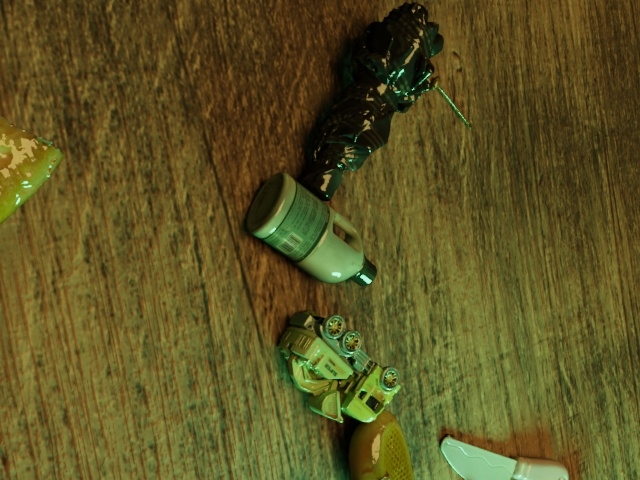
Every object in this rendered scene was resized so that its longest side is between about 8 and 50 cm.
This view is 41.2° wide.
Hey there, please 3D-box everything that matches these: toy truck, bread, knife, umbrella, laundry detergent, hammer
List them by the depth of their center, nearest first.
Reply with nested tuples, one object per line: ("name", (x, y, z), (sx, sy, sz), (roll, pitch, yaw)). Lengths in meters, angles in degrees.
("toy truck", (0.018, 0.189, 1.220), (0.191, 0.085, 0.116), (45, 70, -26))
("laundry detergent", (0.000, 0.000, 1.222), (0.225, 0.070, 0.099), (35, 65, -34))
("umbrella", (0.079, -0.205, 1.254), (0.128, 0.154, 0.337), (27, 63, 6))
("bread", (0.090, 0.344, 1.282), (0.114, 0.077, 0.189), (-34, 116, -56))
("hammer", (0.229, -0.236, 1.472), (0.123, 0.014, 0.029), (43, 70, -32))
("knife", (0.323, 0.410, 1.518), (0.336, 0.043, 0.081), (21, 83, -32))

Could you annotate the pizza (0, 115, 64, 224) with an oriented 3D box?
("pizza", (-0.427, -0.056, 0.851), (0.365, 0.073, 0.182), (-34, 111, -37))
